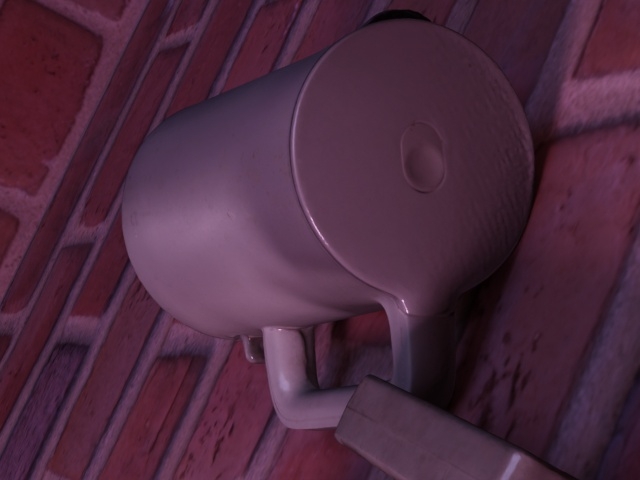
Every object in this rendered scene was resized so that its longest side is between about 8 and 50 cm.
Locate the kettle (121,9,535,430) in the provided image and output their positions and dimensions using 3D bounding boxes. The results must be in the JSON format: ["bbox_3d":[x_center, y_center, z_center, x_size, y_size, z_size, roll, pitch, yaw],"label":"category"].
[{"bbox_3d":[-0.011,-0.010,1.197,0.318,0.205,0.265,-15,48,60],"label":"kettle"}]

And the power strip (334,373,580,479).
[{"bbox_3d":[0.097,0.138,0.893,0.053,0.093,0.288,-61,20,-5],"label":"power strip"}]
